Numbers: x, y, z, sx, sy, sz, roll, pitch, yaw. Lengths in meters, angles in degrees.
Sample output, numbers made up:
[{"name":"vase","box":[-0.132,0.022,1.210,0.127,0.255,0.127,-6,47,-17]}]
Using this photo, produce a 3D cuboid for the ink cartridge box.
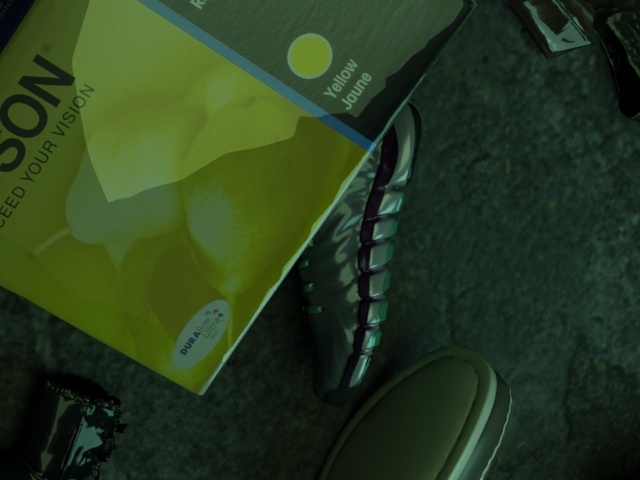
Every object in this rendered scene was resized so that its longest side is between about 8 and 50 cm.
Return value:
[{"name":"ink cartridge box","box":[-0.114,-0.104,0.863,0.307,0.072,0.303,31,102,-23]}]

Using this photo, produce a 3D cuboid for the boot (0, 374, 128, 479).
[{"name":"boot","box":[-0.193,0.136,0.974,0.121,0.045,0.099,20,100,-38]}]

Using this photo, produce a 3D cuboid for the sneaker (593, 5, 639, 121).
[{"name":"sneaker","box":[0.263,-0.106,1.114,0.089,0.051,0.170,-25,112,-17]}]

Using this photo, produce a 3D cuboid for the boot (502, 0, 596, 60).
[{"name":"boot","box":[0.170,-0.195,1.042,0.114,0.037,0.106,39,99,-29]}]

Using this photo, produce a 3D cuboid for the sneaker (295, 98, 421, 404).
[{"name":"sneaker","box":[0.000,0.000,1.016,0.098,0.083,0.223,9,97,-10]}]

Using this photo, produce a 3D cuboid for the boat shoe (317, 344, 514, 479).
[{"name":"boat shoe","box":[0.048,0.225,1.089,0.097,0.116,0.324,27,98,-36]}]
